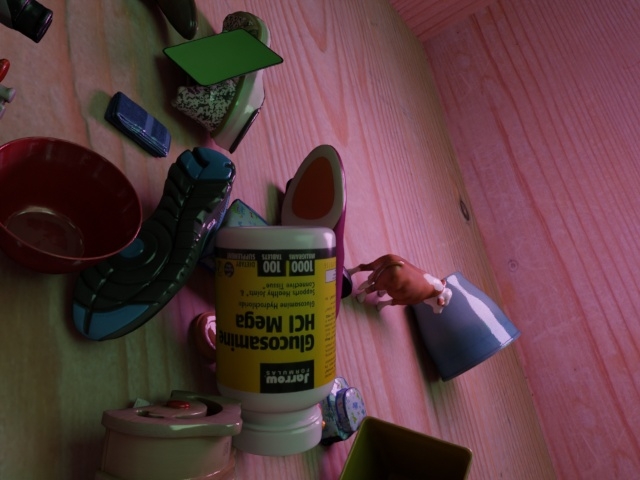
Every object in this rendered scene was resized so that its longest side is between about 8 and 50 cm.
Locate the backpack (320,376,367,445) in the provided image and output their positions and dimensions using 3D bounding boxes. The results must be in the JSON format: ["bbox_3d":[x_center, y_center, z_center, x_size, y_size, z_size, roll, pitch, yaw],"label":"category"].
[{"bbox_3d":[0.037,0.330,1.100,0.105,0.084,0.114,1,66,-63],"label":"backpack"}]

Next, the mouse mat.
[{"bbox_3d":[-0.186,-0.355,1.068,0.190,0.007,0.152,-29,57,-29],"label":"mouse mat"}]

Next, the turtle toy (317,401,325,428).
[{"bbox_3d":[-0.031,0.302,1.016,0.095,0.066,0.130,26,48,-52],"label":"turtle toy"}]

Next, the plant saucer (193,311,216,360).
[{"bbox_3d":[-0.177,0.158,0.922,0.083,0.013,0.083,41,37,-42],"label":"plant saucer"}]

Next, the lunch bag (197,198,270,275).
[{"bbox_3d":[-0.134,0.023,1.013,0.151,0.096,0.128,39,37,-27],"label":"lunch bag"}]

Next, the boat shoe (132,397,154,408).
[{"bbox_3d":[-0.249,0.244,0.712,0.035,0.035,0.100,32,39,-7],"label":"boat shoe"}]

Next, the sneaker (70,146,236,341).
[{"bbox_3d":[-0.223,0.018,0.817,0.125,0.139,0.340,26,54,6],"label":"sneaker"}]

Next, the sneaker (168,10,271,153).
[{"bbox_3d":[-0.214,-0.372,1.142,0.182,0.158,0.410,24,42,-30],"label":"sneaker"}]

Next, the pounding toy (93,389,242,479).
[{"bbox_3d":[-0.176,0.272,0.648,0.269,0.154,0.154,146,-50,-80],"label":"pounding toy"}]

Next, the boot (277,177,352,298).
[{"bbox_3d":[-0.002,-0.010,1.275,0.246,0.094,0.207,43,39,-28],"label":"boot"}]

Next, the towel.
[{"bbox_3d":[-0.304,-0.197,0.945,0.119,0.029,0.067,39,37,-42],"label":"towel"}]

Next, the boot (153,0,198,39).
[{"bbox_3d":[-0.322,-0.485,1.087,0.106,0.082,0.219,-5,60,-51],"label":"boot"}]

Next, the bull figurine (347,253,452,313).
[{"bbox_3d":[0.211,0.120,1.457,0.310,0.189,0.101,36,41,-45],"label":"bull figurine"}]

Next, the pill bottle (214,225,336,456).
[{"bbox_3d":[-0.069,0.145,0.865,0.188,0.188,0.333,-6,96,-62],"label":"pill bottle"}]

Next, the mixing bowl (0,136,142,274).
[{"bbox_3d":[-0.323,-0.026,0.680,0.182,0.098,0.181,26,40,-24],"label":"mixing bowl"}]

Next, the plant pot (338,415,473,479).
[{"bbox_3d":[0.158,0.488,1.035,0.212,0.212,0.187,-62,149,-32],"label":"plant pot"}]

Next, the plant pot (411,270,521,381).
[{"bbox_3d":[0.411,0.243,1.673,0.255,0.272,0.272,57,25,13],"label":"plant pot"}]

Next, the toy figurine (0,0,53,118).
[{"bbox_3d":[-0.403,-0.188,0.574,0.148,0.213,0.209,30,39,-26],"label":"toy figurine"}]

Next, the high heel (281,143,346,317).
[{"bbox_3d":[0.000,0.000,1.133,0.181,0.127,0.377,-3,106,-70],"label":"high heel"}]
